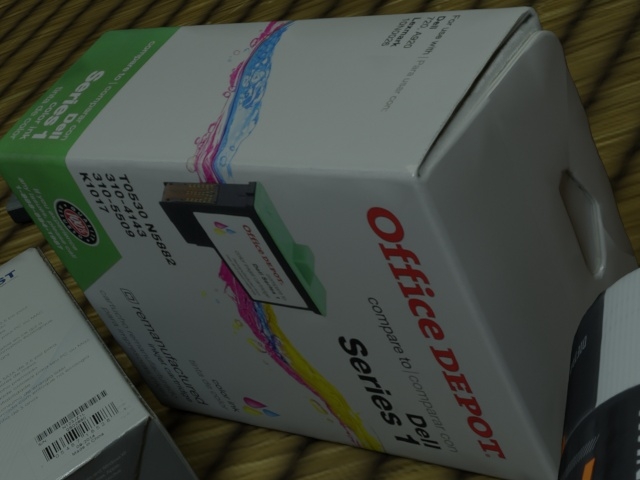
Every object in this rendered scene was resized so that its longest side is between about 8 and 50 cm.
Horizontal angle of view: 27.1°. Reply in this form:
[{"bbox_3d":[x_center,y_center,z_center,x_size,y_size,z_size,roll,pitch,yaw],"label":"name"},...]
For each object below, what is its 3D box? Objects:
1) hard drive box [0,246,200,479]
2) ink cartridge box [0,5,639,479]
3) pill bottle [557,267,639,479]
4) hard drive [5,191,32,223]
[{"bbox_3d":[-0.185,0.123,0.745,0.181,0.089,0.232,-34,33,-10],"label":"hard drive box"},{"bbox_3d":[0.000,0.000,0.674,0.278,0.201,0.117,5,46,40],"label":"ink cartridge box"},{"bbox_3d":[0.143,0.126,0.460,0.130,0.130,0.245,-11,36,24],"label":"pill bottle"},{"bbox_3d":[-0.177,-0.062,1.058,0.135,0.022,0.094,-14,35,21],"label":"hard drive"}]
